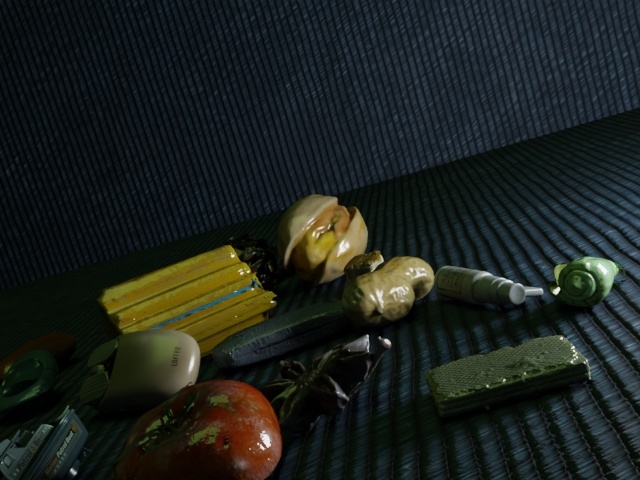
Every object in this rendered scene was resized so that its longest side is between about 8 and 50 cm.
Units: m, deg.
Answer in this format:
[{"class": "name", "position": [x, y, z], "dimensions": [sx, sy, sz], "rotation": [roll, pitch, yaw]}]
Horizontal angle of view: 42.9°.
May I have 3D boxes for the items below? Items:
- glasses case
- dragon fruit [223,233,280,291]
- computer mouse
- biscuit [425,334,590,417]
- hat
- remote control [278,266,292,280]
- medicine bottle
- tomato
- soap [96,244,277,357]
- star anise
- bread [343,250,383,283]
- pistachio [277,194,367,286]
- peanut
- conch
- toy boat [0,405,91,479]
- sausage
[{"class": "glasses case", "position": [-0.069, 0.175, 1.538], "dimensions": [0.282, 0.067, 0.109], "rotation": [-21, 7, -12]}, {"class": "dragon fruit", "position": [-0.185, 0.071, 2.017], "dimensions": [0.182, 0.182, 0.189], "rotation": [-19, -30, -11]}, {"class": "computer mouse", "position": [-0.327, 0.233, 1.467], "dimensions": [0.236, 0.082, 0.145], "rotation": [-10, 53, 23]}, {"class": "biscuit", "position": [0.242, 0.177, 1.079], "dimensions": [0.199, 0.041, 0.121], "rotation": [-16, 12, 3]}, {"class": "hat", "position": [-0.600, 0.309, 1.687], "dimensions": [0.138, 0.078, 0.191], "rotation": [-24, 28, 6]}, {"class": "remote control", "position": [-0.097, 0.085, 2.202], "dimensions": [0.063, 0.025, 0.245], "rotation": [-9, 13, 44]}, {"class": "medicine bottle", "position": [0.297, 0.084, 1.459], "dimensions": [0.092, 0.061, 0.220], "rotation": [0, 4, -23]}, {"class": "tomato", "position": [-0.164, 0.259, 1.047], "dimensions": [0.236, 0.095, 0.237], "rotation": [-23, 20, 9]}, {"class": "soap", "position": [-0.275, 0.145, 1.693], "dimensions": [0.324, 0.096, 0.204], "rotation": [-21, 53, -29]}, {"class": "star anise", "position": [0.004, 0.208, 1.184], "dimensions": [0.262, 0.081, 0.230], "rotation": [-24, 5, 27]}, {"class": "bread", "position": [0.104, 0.072, 1.804], "dimensions": [0.083, 0.077, 0.070], "rotation": [-10, 23, 33]}, {"class": "pistachio", "position": [0.000, 0.000, 2.020], "dimensions": [0.229, 0.230, 0.309], "rotation": [-14, 14, 15]}, {"class": "peanut", "position": [0.133, 0.094, 1.548], "dimensions": [0.117, 0.101, 0.263], "rotation": [34, 28, 17]}, {"class": "conch", "position": [0.427, 0.064, 1.319], "dimensions": [0.105, 0.079, 0.170], "rotation": [-2, 1, 37]}, {"class": "toy boat", "position": [-0.415, 0.330, 1.110], "dimensions": [0.114, 0.122, 0.296], "rotation": [-41, 8, 11]}, {"class": "sausage", "position": [-0.663, 0.280, 1.895], "dimensions": [0.098, 0.098, 0.238], "rotation": [-12, 13, 27]}]
